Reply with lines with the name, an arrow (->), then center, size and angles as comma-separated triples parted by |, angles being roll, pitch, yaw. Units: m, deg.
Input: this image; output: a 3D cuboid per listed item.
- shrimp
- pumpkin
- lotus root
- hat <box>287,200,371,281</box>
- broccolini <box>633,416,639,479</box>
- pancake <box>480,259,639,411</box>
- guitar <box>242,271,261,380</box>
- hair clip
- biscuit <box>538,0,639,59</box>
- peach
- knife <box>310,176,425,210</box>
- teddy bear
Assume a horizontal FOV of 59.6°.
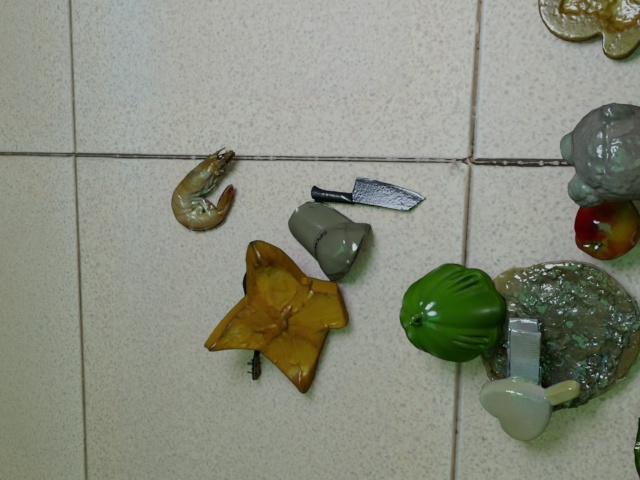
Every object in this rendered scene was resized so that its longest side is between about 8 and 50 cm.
shrimp -> -0.246, -0.108, 1.234 | 0.236, 0.053, 0.133 | -42, 76, 27
pumpkin -> -0.075, 0.152, 1.119 | 0.258, 0.095, 0.290 | 23, 115, -14
lotus root -> 0.202, 0.131, 0.967 | 0.186, 0.186, 0.186 | 3, 98, 25
hat -> 0.000, 0.000, 1.113 | 0.175, 0.085, 0.147 | 35, 109, 18
broccolini -> 0.576, 0.303, 0.891 | 0.123, 0.062, 0.271 | 10, 95, 39
pancake -> 0.400, 0.163, 0.961 | 0.283, 0.049, 0.282 | 6, 103, 27
guitar -> -0.141, 0.180, 1.216 | 0.038, 0.084, 0.271 | 15, 109, 27
hair clip -> 0.352, 0.244, 0.941 | 0.159, 0.071, 0.218 | 7, 110, 31
biscuit -> 0.460, -0.380, 0.876 | 0.249, 0.035, 0.184 | 15, 102, 24
peach -> 0.459, -0.024, 0.892 | 0.101, 0.101, 0.100 | 3, 98, 25
knife -> 0.091, -0.093, 1.094 | 0.231, 0.028, 0.060 | 9, 84, 22
teddy bear -> 0.495, -0.114, 0.809 | 0.267, 0.235, 0.151 | 11, 147, -7
